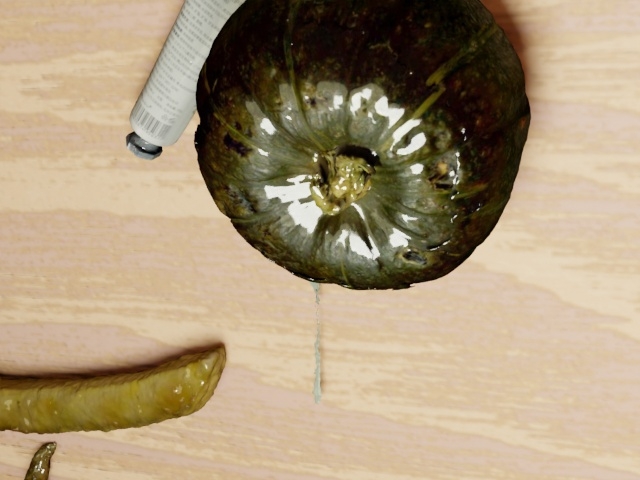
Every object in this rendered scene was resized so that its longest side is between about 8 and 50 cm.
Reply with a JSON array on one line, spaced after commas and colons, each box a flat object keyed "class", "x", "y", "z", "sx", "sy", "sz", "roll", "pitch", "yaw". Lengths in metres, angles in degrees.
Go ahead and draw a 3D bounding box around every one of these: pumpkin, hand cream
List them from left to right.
[{"class": "hand cream", "x": -0.095, "y": -0.139, "z": 1.099, "sx": 0.067, "sy": 0.042, "sz": 0.194, "roll": 43, "pitch": 125, "yaw": 11}, {"class": "pumpkin", "x": 0.023, "y": -0.075, "z": 0.986, "sx": 0.238, "sy": 0.159, "sz": 0.238, "roll": 8, "pitch": 117, "yaw": 17}]

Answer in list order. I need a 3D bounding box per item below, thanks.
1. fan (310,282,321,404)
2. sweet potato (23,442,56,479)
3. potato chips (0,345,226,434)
[{"class": "fan", "x": 0.000, "y": 0.000, "z": 1.142, "sx": 0.182, "sy": 0.010, "sz": 0.310, "roll": 15, "pitch": 122, "yaw": 21}, {"class": "sweet potato", "x": -0.271, "y": 0.266, "z": 1.444, "sx": 0.041, "sy": 0.038, "sz": 0.153, "roll": -2, "pitch": 110, "yaw": 6}, {"class": "potato chips", "x": -0.246, "y": 0.141, "z": 1.339, "sx": 0.407, "sy": 0.057, "sz": 0.080, "roll": -5, "pitch": 109, "yaw": 31}]
